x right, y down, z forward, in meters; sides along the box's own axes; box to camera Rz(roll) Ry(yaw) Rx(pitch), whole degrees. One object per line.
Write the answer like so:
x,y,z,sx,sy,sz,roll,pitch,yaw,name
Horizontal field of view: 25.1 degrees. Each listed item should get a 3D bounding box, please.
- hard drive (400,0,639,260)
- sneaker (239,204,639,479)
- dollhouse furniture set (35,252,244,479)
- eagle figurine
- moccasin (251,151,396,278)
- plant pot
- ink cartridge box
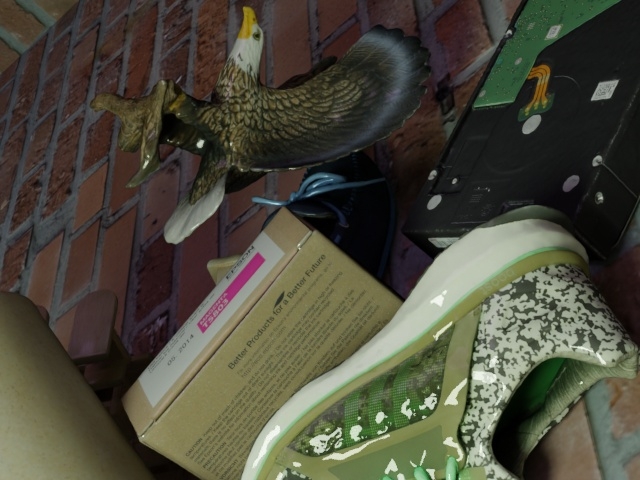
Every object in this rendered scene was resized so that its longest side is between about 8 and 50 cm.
0.234,-0.132,1.332,0.237,0.064,0.339,-2,55,55,hard drive
0.087,0.167,1.126,0.410,0.158,0.182,-50,45,12,sneaker
-0.177,0.128,1.482,0.242,0.212,0.161,-12,41,13,dollhouse furniture set
-0.055,-0.132,1.492,0.226,0.298,0.225,60,138,41,eagle figurine
0.000,0.000,1.458,0.138,0.117,0.342,-36,29,27,moccasin
-0.286,0.227,1.238,0.334,0.334,0.305,-38,73,23,plant pot
-0.028,0.118,1.277,0.234,0.193,0.088,-49,27,1,ink cartridge box
